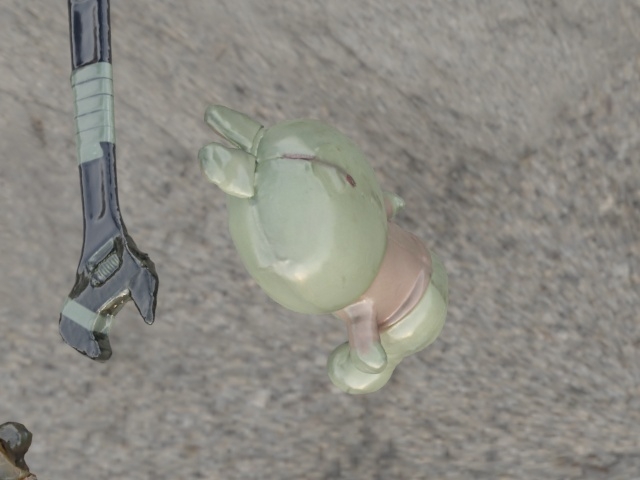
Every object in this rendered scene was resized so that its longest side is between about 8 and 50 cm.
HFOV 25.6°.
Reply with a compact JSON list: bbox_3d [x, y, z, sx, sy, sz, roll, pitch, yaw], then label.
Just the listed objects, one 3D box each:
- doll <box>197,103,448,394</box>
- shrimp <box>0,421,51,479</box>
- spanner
[{"bbox_3d":[0.013,0.000,1.006,0.113,0.275,0.155,-10,50,23],"label":"doll"},{"bbox_3d":[-0.095,0.136,0.490,0.043,0.091,0.184,-26,80,10],"label":"shrimp"},{"bbox_3d":[-0.158,-0.067,1.027,0.087,0.024,0.316,-22,64,35],"label":"spanner"}]
